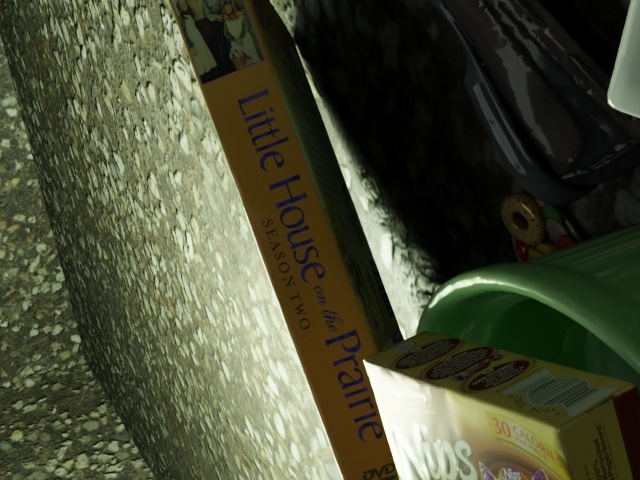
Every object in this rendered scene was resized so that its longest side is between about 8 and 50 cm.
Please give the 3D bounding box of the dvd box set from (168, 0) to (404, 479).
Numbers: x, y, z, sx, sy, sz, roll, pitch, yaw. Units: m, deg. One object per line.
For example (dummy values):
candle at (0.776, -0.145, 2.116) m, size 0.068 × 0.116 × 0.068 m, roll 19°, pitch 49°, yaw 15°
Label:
dvd box set at (0.000, 0.000, 0.823) m, size 0.307 × 0.062 × 0.421 m, roll 3°, pitch -113°, yaw -84°

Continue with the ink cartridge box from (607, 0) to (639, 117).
ink cartridge box at (0.274, -0.059, 0.262) m, size 0.371 × 0.069 × 0.176 m, roll 27°, pitch 139°, yaw 26°

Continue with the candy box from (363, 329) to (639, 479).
candy box at (0.099, 0.117, 0.528) m, size 0.186 × 0.053 × 0.109 m, roll 7°, pitch 116°, yaw 63°

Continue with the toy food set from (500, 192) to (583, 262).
toy food set at (0.164, 0.008, 0.715) m, size 0.082 × 0.020 × 0.083 m, roll 34°, pitch 139°, yaw 53°

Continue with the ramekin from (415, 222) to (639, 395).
ramekin at (0.200, 0.134, 0.581) m, size 0.303 × 0.148 × 0.303 m, roll 48°, pitch 150°, yaw 39°

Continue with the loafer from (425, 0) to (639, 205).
loafer at (0.113, -0.171, 0.595) m, size 0.095 × 0.109 × 0.303 m, roll -29°, pitch 90°, yaw 48°
